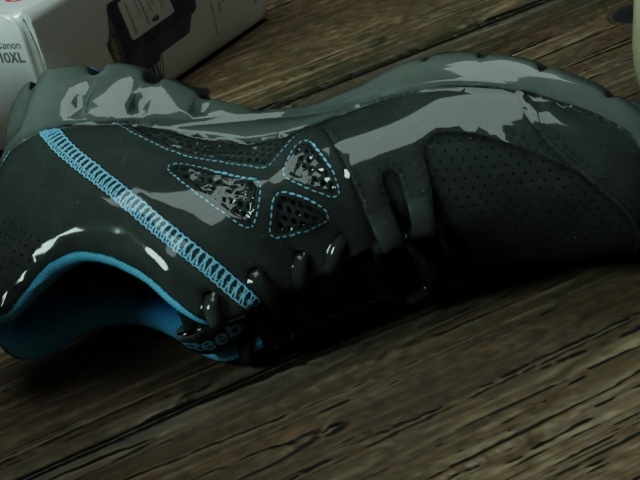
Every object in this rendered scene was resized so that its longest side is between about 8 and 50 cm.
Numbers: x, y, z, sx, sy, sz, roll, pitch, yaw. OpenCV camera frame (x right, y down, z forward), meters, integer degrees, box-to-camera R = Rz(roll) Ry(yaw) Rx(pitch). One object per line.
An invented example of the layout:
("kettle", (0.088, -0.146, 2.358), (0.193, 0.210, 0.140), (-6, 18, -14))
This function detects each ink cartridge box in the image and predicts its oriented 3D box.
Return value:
("ink cartridge box", (-0.177, -0.152, 1.259), (0.172, 0.100, 0.237), (3, 29, 34))

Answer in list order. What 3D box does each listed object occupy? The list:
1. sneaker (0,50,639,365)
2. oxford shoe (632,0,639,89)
("sneaker", (0.000, 0.000, 0.858), (0.341, 0.125, 0.139), (-1, 55, 21))
("oxford shoe", (0.323, -0.147, 0.909), (0.397, 0.146, 0.140), (-26, 26, -24))
